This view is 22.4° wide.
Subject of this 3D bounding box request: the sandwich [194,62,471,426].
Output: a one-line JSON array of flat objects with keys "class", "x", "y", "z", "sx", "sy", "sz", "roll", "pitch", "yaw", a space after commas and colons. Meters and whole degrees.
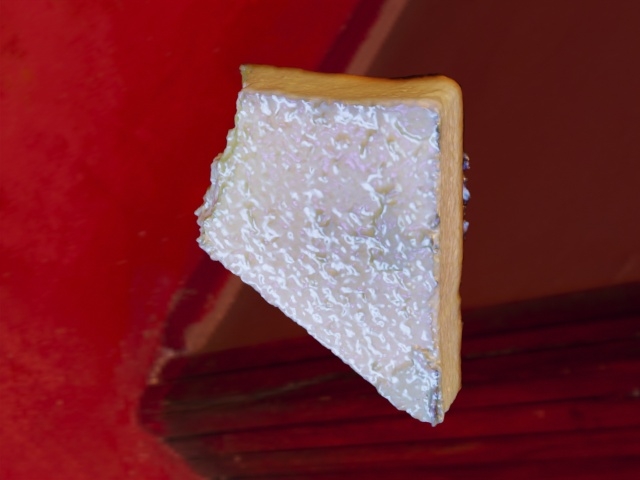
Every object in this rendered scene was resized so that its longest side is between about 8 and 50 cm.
[{"class": "sandwich", "x": 0.000, "y": 0.000, "z": 0.915, "sx": 0.058, "sy": 0.162, "sz": 0.193, "roll": -45, "pitch": 137, "yaw": -59}]
